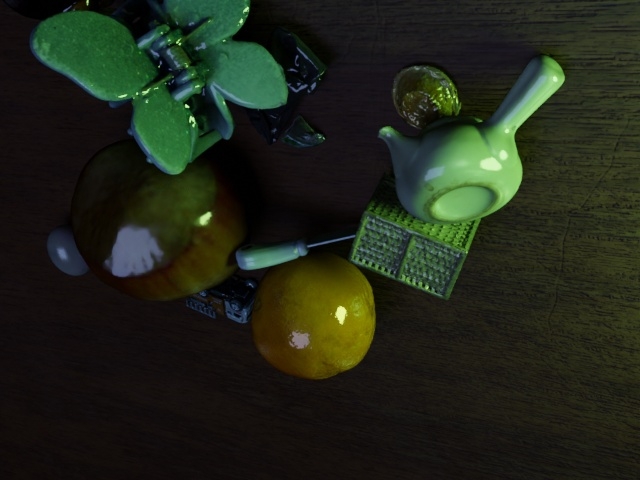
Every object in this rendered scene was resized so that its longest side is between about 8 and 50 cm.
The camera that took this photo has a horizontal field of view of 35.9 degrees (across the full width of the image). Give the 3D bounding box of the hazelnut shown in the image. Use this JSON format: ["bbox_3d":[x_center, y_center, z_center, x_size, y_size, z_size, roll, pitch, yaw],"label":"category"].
[{"bbox_3d":[-0.320,-0.035,1.972,0.366,0.366,0.366,19,136,19],"label":"hazelnut"}]

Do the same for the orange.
[{"bbox_3d":[-0.017,0.145,1.963,0.261,0.261,0.261,19,136,19],"label":"orange"}]

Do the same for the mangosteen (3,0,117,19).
[{"bbox_3d":[-0.454,-0.464,1.745,0.211,0.211,0.250,-7,138,38],"label":"mangosteen"}]

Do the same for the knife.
[{"bbox_3d":[0.000,0.000,1.899,0.331,0.080,0.044,-13,102,6],"label":"knife"}]

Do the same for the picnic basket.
[{"bbox_3d":[0.171,-0.016,1.757,0.196,0.154,0.134,22,135,9],"label":"picnic basket"}]

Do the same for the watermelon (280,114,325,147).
[{"bbox_3d":[-0.032,-0.201,1.821,0.085,0.085,0.061,7,101,30],"label":"watermelon"}]

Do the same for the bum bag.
[{"bbox_3d":[-0.080,-0.273,1.761,0.123,0.060,0.248,45,137,4],"label":"bum bag"}]

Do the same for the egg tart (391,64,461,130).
[{"bbox_3d":[0.168,-0.229,1.645,0.128,0.049,0.129,20,135,21],"label":"egg tart"}]

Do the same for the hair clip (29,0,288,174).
[{"bbox_3d":[-0.260,-0.289,1.687,0.318,0.392,0.238,55,160,-9],"label":"hair clip"}]

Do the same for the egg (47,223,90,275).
[{"bbox_3d":[-0.593,0.023,2.354,0.103,0.103,0.135,0,130,34],"label":"egg"}]

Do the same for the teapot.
[{"bbox_3d":[0.264,-0.145,1.591,0.318,0.149,0.220,-21,150,18],"label":"teapot"}]

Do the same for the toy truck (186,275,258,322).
[{"bbox_3d":[-0.222,0.126,2.217,0.177,0.080,0.115,22,142,18],"label":"toy truck"}]
